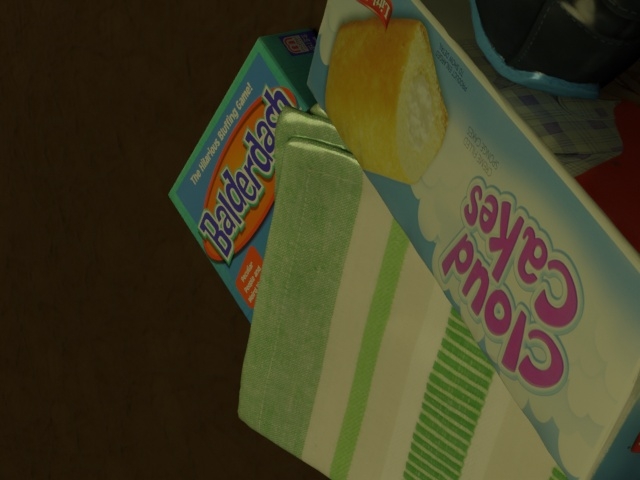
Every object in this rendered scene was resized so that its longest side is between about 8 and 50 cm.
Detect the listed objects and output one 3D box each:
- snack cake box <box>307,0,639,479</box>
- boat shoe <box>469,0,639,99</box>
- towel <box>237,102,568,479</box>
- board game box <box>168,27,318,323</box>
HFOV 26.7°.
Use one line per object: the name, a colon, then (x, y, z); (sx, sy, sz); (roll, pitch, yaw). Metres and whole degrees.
snack cake box: (0.116, -0.031, 0.548); (0.264, 0.152, 0.089); (-120, 37, -45)
boat shoe: (0.105, -0.181, 0.496); (0.089, 0.109, 0.258); (137, 129, -63)
towel: (0.093, 0.091, 0.716); (0.325, 0.038, 0.248); (30, 130, 25)
board game box: (0.000, 0.000, 0.836); (0.210, 0.047, 0.160); (56, 138, 20)
